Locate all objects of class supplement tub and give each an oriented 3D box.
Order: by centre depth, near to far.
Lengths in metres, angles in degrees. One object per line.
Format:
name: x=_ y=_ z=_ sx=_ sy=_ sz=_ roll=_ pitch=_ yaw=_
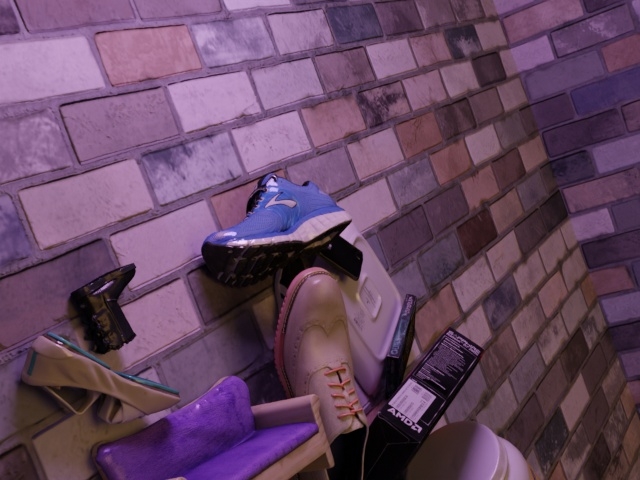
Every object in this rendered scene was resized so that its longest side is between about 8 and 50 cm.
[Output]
supplement tub: x=0.337 y=0.537 z=1.944 sx=0.331 sy=0.241 sz=0.241 roll=51 pitch=37 yaw=-31

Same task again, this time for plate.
plate: x=0.082 y=0.118 z=1.941 sx=0.277 sy=0.045 sz=0.278 roll=57 pitch=34 yaw=-25

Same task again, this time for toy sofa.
toy sofa: x=-0.142 y=0.309 z=1.385 sx=0.362 sy=0.150 sz=0.177 roll=-19 pitch=92 yaw=-59

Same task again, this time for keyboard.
keyboard: x=0.000 y=0.000 z=1.859 sx=0.192 sy=0.038 sz=0.100 roll=36 pitch=45 yaw=-20

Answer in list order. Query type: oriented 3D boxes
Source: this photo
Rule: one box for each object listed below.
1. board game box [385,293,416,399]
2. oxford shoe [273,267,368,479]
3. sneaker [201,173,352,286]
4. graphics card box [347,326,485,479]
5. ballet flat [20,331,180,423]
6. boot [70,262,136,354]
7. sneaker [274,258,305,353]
board game box: x=0.164 y=0.215 z=1.984 sx=0.186 sy=0.026 sz=0.126 roll=-67 pitch=161 yaw=-49
oxford shoe: x=0.022 y=0.242 z=1.569 sx=0.140 sy=0.146 sz=0.397 roll=-13 pitch=104 yaw=-36
sneaker: x=-0.094 y=-0.027 z=1.682 sx=0.147 sy=0.130 sz=0.330 roll=51 pitch=37 yaw=14
graphics card box: x=0.159 y=0.330 z=1.779 sx=0.094 sy=0.232 sz=0.371 roll=35 pitch=31 yaw=10
ballet flat: x=-0.290 y=0.198 z=1.291 sx=0.248 sy=0.086 sz=0.086 roll=35 pitch=47 yaw=-43
boot: x=-0.287 y=0.096 z=1.364 sx=0.121 sy=0.045 sz=0.099 roll=-35 pitch=103 yaw=-51
sneaker: x=-0.013 y=0.116 z=1.715 sx=0.079 sy=0.121 sz=0.216 roll=33 pitch=48 yaw=-48
